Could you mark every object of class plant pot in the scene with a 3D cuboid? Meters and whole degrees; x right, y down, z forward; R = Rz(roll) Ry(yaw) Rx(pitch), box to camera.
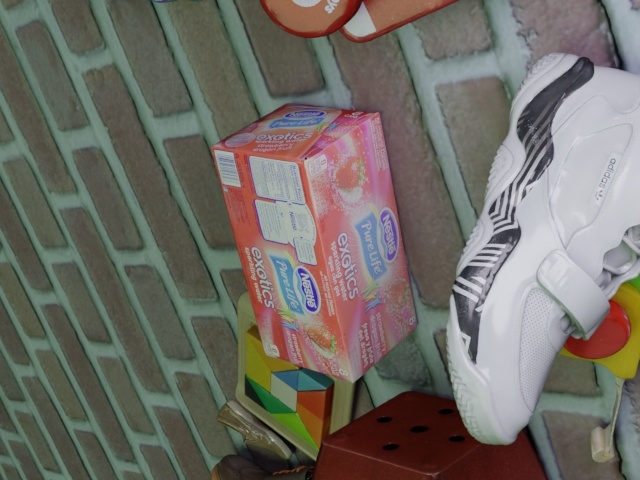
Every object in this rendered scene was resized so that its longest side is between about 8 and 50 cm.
[{"bbox_3d":[0.133,0.339,1.260,0.267,0.267,0.235,6,110,43],"label":"plant pot"}]

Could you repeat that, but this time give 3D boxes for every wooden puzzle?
[{"bbox_3d":[-0.047,0.214,1.505,0.221,0.044,0.238,32,136,26],"label":"wooden puzzle"}]

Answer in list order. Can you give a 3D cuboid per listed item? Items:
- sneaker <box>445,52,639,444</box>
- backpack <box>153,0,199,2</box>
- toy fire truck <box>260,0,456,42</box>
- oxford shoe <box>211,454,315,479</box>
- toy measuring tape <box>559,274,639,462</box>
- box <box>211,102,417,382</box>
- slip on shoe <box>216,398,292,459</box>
[{"bbox_3d":[0.245,0.008,0.858,0.210,0.365,0.137,8,162,32],"label":"sneaker"},{"bbox_3d":[-0.188,-0.355,1.177,0.158,0.117,0.173,45,143,13],"label":"backpack"},{"bbox_3d":[0.049,-0.342,0.932,0.254,0.169,0.302,-19,105,26],"label":"toy fire truck"},{"bbox_3d":[-0.037,0.408,1.609,0.364,0.130,0.132,22,99,43],"label":"oxford shoe"},{"bbox_3d":[0.267,0.108,1.047,0.121,0.121,0.330,26,137,31],"label":"toy measuring tape"},{"bbox_3d":[0.000,0.000,1.221,0.154,0.142,0.299,12,126,40],"label":"box"},{"bbox_3d":[-0.107,0.311,1.619,0.135,0.041,0.051,41,163,-1],"label":"slip on shoe"}]
